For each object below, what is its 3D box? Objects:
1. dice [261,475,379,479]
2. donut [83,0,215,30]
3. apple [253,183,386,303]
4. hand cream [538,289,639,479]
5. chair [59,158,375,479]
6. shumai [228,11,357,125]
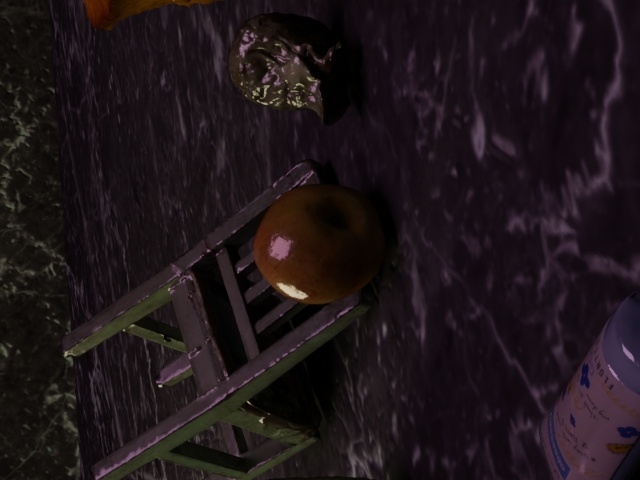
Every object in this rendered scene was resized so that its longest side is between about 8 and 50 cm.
[{"bbox_3d":[-0.025,0.291,0.735,0.254,0.249,0.252,-169,72,-71],"label":"dice"},{"bbox_3d":[-0.071,-0.367,0.778,0.377,0.163,0.435,146,117,-68],"label":"donut"},{"bbox_3d":[0.000,0.000,0.815,0.071,0.084,0.084,-61,39,45],"label":"apple"},{"bbox_3d":[0.126,0.069,0.530,0.171,0.043,0.065,101,160,-55],"label":"hand cream"},{"bbox_3d":[-0.051,0.080,0.970,0.270,0.147,0.136,-35,56,20],"label":"chair"},{"bbox_3d":[-0.015,-0.106,0.843,0.083,0.082,0.080,71,177,-54],"label":"shumai"}]
